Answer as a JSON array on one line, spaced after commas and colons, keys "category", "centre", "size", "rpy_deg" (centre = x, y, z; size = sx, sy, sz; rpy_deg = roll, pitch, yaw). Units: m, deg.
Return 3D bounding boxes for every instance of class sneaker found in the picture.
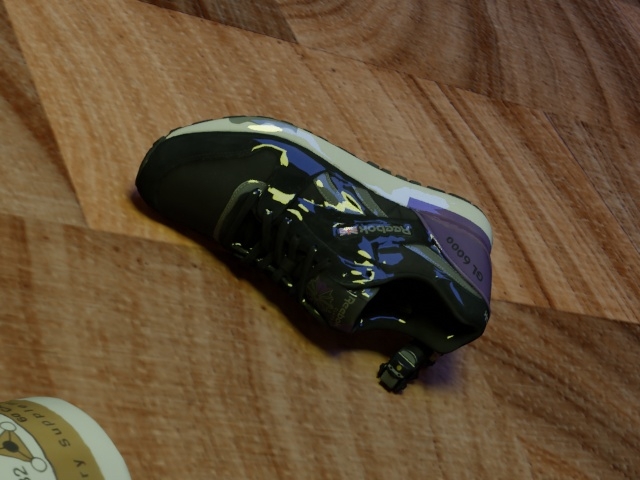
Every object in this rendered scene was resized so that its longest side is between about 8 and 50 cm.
[{"category": "sneaker", "centre": [0.000, 0.000, 1.232], "size": [0.283, 0.107, 0.124], "rpy_deg": [16, 41, -11]}]

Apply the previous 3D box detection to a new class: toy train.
[{"category": "toy train", "centre": [0.090, 0.076, 1.301], "size": [0.027, 0.036, 0.158], "rpy_deg": [41, 30, 10]}]

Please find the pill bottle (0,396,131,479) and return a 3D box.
[{"category": "pill bottle", "centre": [-0.208, 0.153, 0.790], "size": [0.229, 0.131, 0.131], "rpy_deg": [-6, 50, -49]}]
